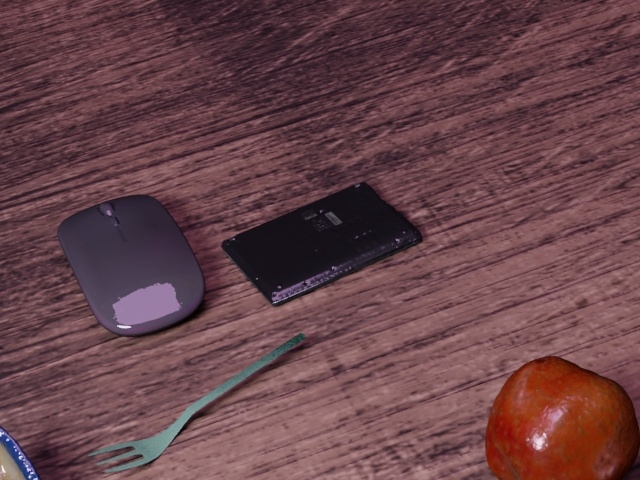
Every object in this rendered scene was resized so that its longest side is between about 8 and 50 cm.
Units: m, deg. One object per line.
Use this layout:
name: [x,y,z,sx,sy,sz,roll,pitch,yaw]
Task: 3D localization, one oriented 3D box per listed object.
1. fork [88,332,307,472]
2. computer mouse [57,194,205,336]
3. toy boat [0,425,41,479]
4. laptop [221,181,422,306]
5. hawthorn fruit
fork: [-0.103,0.150,1.241,0.235,0.021,0.039,-30,45,-28]
computer mouse: [-0.199,0.016,1.410,0.120,0.057,0.232,-19,38,-14]
toy boat: [-0.265,0.246,1.064,0.114,0.115,0.262,-11,36,-3]
laptop: [0.000,0.000,1.424,0.180,0.016,0.129,-25,38,-18]
hawthorn fruit: [0.191,0.155,1.094,0.128,0.128,0.128,-6,36,4]
